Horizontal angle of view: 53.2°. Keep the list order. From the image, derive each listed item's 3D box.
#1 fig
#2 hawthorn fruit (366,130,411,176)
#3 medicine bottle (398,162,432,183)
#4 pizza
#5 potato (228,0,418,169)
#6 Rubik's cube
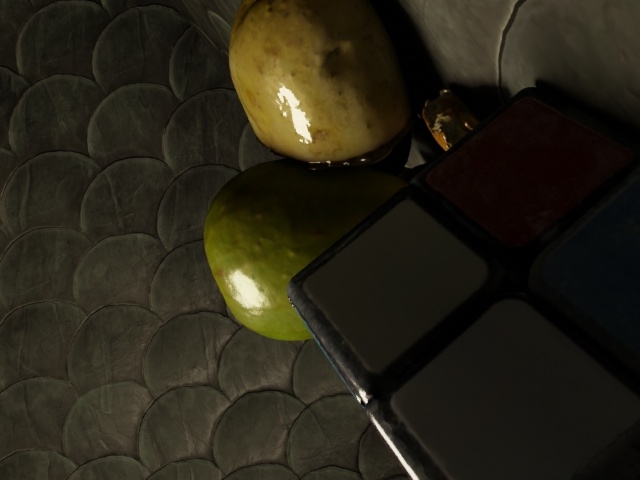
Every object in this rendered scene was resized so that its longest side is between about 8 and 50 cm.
[{"bbox_3d":[0.000,0.000,0.881,0.258,0.326,0.258,45,-142,-51],"label":"fig"},{"bbox_3d":[0.043,-0.173,1.031,0.189,0.189,0.251,51,-169,-26],"label":"hawthorn fruit"},{"bbox_3d":[0.169,-0.062,1.002,0.122,0.121,0.212,51,178,-25],"label":"medicine bottle"},{"bbox_3d":[0.171,-0.107,0.713,0.161,0.062,0.182,4,-131,-56],"label":"pizza"},{"bbox_3d":[-0.014,-0.236,0.820,0.242,0.242,0.285,52,-174,-39],"label":"potato"},{"bbox_3d":[0.212,0.109,0.585,0.313,0.316,0.318,49,177,45],"label":"Rubik's cube"}]
